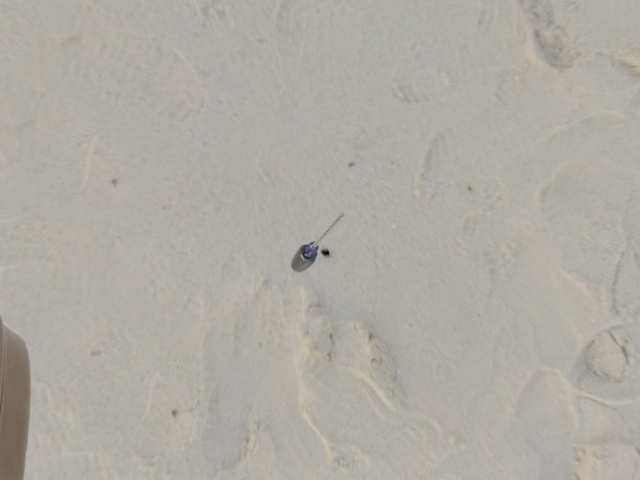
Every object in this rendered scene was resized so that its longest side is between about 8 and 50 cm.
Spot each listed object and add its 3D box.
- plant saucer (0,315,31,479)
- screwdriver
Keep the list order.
[{"bbox_3d":[-0.241,0.180,0.484,0.041,0.278,0.277,12,99,-29],"label":"plant saucer"},{"bbox_3d":[0.000,0.000,0.754,0.025,0.170,0.024,-32,83,-29],"label":"screwdriver"}]
